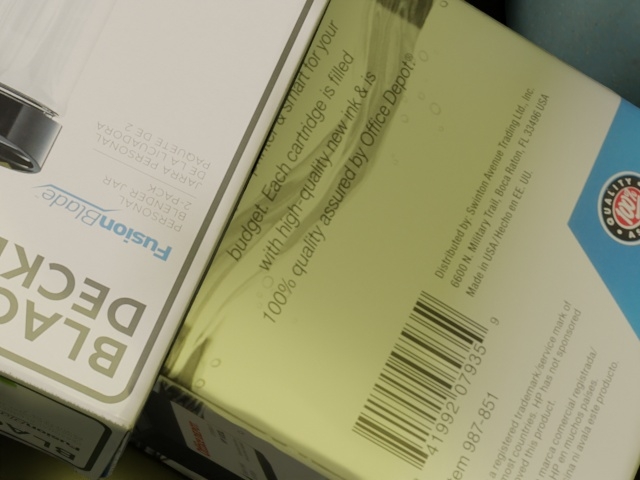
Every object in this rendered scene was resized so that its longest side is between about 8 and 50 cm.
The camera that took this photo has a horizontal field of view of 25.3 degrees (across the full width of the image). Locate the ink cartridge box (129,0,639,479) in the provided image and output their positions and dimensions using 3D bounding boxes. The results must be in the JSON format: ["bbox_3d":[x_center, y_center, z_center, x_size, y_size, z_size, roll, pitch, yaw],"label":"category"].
[{"bbox_3d":[0.000,0.000,0.635,0.307,0.129,0.223,31,66,-4],"label":"ink cartridge box"}]

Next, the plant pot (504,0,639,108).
[{"bbox_3d":[0.265,-0.165,0.663,0.341,0.334,0.341,6,69,-15],"label":"plant pot"}]

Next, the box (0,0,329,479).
[{"bbox_3d":[-0.088,-0.081,0.519,0.169,0.087,0.290,27,67,-5],"label":"box"}]
